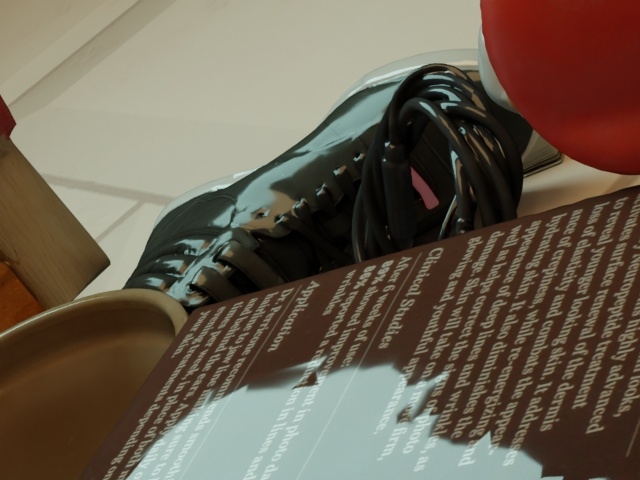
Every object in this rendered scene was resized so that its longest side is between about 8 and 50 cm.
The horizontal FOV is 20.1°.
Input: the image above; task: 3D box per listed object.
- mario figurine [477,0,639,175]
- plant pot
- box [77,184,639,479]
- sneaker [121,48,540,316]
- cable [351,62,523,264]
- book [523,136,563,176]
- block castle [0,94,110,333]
[{"bbox_3d":[0.160,-0.119,0.781,0.198,0.170,0.320,-57,-25,10],"label":"mario figurine"},{"bbox_3d":[-0.142,0.139,0.916,0.237,0.110,0.237,-27,23,12],"label":"plant pot"},{"bbox_3d":[0.086,0.090,0.680,0.381,0.143,0.191,-18,27,37],"label":"box"},{"bbox_3d":[0.000,0.000,1.029,0.295,0.104,0.147,-26,25,32],"label":"sneaker"},{"bbox_3d":[0.052,0.005,0.899,0.047,0.185,0.150,4,1,-17],"label":"cable"},{"bbox_3d":[0.110,-0.080,1.126,0.096,0.035,0.144,-25,24,28],"label":"book"},{"bbox_3d":[-0.373,0.082,1.103,0.453,0.213,0.303,-42,6,-20],"label":"block castle"}]
